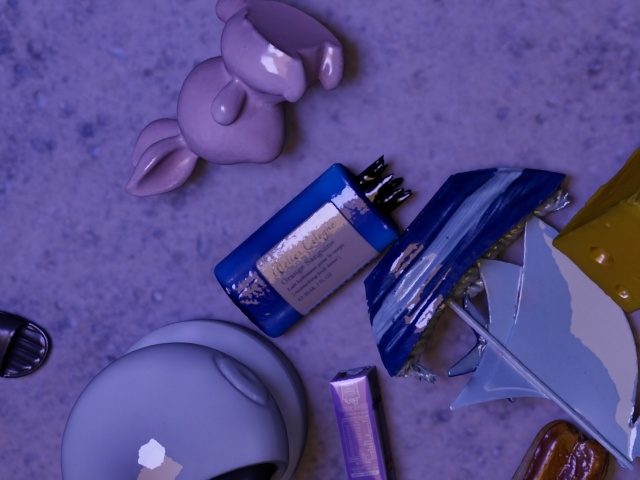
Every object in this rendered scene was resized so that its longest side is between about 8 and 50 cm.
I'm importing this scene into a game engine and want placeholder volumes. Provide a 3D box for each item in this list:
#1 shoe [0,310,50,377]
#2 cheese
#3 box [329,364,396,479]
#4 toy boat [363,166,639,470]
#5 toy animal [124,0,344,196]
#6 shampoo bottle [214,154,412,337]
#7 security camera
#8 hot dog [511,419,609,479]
[{"bbox_3d":[-0.331,0.084,1.365,0.159,0.053,0.062,22,96,10],"label":"shoe"},{"bbox_3d":[0.293,-0.043,1.202,0.093,0.126,0.171,42,66,-5],"label":"cheese"},{"bbox_3d":[0.038,0.172,1.305,0.036,0.050,0.117,-9,93,13],"label":"box"},{"bbox_3d":[0.159,0.082,1.245,0.210,0.070,0.291,-25,88,-1],"label":"toy boat"},{"bbox_3d":[-0.076,-0.109,1.274,0.124,0.124,0.212,44,123,3],"label":"toy animal"},{"bbox_3d":[0.000,0.000,1.291,0.183,0.050,0.087,-40,96,12],"label":"shampoo bottle"},{"bbox_3d":[-0.119,0.169,1.240,0.195,0.236,0.194,1,94,10],"label":"security camera"},{"bbox_3d":[0.191,0.237,1.285,0.071,0.045,0.165,27,101,5],"label":"hot dog"}]
